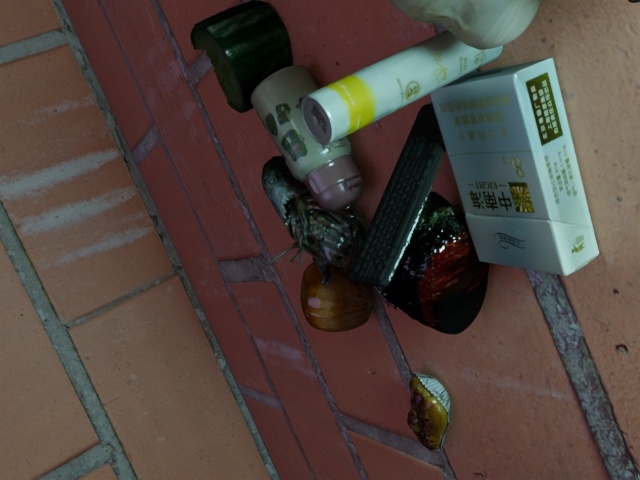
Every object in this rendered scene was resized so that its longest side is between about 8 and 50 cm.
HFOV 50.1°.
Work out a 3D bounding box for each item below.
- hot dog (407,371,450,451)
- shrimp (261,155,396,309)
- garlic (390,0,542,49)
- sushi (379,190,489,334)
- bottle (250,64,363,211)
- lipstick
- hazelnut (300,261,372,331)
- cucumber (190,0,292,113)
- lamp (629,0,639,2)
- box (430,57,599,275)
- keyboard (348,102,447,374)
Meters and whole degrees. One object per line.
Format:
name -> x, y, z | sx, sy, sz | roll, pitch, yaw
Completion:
hot dog -> 0.206, 0.334, 1.322 | 0.108, 0.059, 0.191 | 47, 154, 42
shrimp -> -0.001, -0.002, 1.280 | 0.172, 0.137, 0.372 | -47, 62, 36
garlic -> 0.125, -0.322, 0.674 | 0.281, 0.185, 0.203 | 64, 176, -4
sushi -> 0.165, 0.038, 1.007 | 0.126, 0.136, 0.225 | 43, 161, 39
bottle -> -0.015, -0.168, 1.188 | 0.253, 0.120, 0.120 | 62, 156, 7
lipstick -> 0.098, -0.183, 0.764 | 0.059, 0.264, 0.059 | 43, 150, 32
hazelnut -> 0.034, 0.110, 1.377 | 0.150, 0.150, 0.150 | 46, 150, 35
cucumber -> -0.139, -0.343, 1.273 | 0.191, 0.130, 0.191 | 51, 161, 26
lamp -> 0.242, -0.305, 0.476 | 0.180, 0.180, 0.258 | 30, 141, 52
box -> 0.232, -0.085, 0.829 | 0.155, 0.067, 0.242 | 10, 123, 63
keyboard -> 0.096, -0.016, 0.902 | 0.103, 0.041, 0.381 | 3, 73, 63
